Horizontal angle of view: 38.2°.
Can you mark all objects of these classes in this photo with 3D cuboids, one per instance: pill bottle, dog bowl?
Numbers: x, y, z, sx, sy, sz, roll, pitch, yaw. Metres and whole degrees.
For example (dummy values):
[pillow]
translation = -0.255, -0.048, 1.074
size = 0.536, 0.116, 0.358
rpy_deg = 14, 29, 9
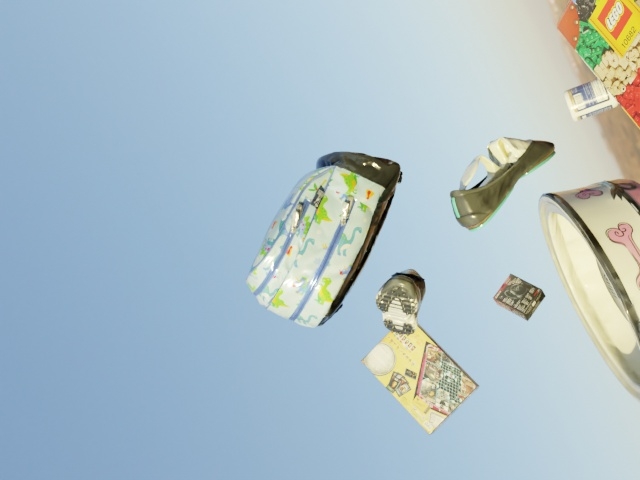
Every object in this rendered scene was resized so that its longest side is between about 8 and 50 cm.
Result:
[pill bottle]
translation = 0.551, -0.287, 1.840
size = 0.067, 0.120, 0.067
rpy_deg = -20, -90, -73
[dog bowl]
translation = 0.538, 0.073, 1.607
size = 0.408, 0.150, 0.408
rpy_deg = -25, -90, -87

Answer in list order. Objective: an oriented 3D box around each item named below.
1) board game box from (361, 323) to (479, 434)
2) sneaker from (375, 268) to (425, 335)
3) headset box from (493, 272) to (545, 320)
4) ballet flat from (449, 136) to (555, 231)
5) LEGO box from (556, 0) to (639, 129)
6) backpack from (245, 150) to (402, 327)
[board game box]
translation = 0.239, 0.321, 2.228
size = 0.243, 0.165, 0.042
rpy_deg = 46, -171, 19
[sneaker]
translation = 0.150, 0.091, 1.685
size = 0.234, 0.078, 0.106
rpy_deg = 73, -150, -67
[headset box]
translation = 0.377, 0.106, 1.768
size = 0.083, 0.062, 0.032
rpy_deg = 29, 167, 41
[ballet flat]
translation = 0.329, -0.129, 1.670
size = 0.280, 0.095, 0.096
rpy_deg = -42, -79, -34
[LEGO box]
translation = 0.695, -0.313, 1.449
size = 0.372, 0.500, 0.193
rpy_deg = 63, 151, 30
[backpack]
translation = 0.000, 0.000, 1.894
size = 0.290, 0.273, 0.355
rpy_deg = 171, 110, -79
